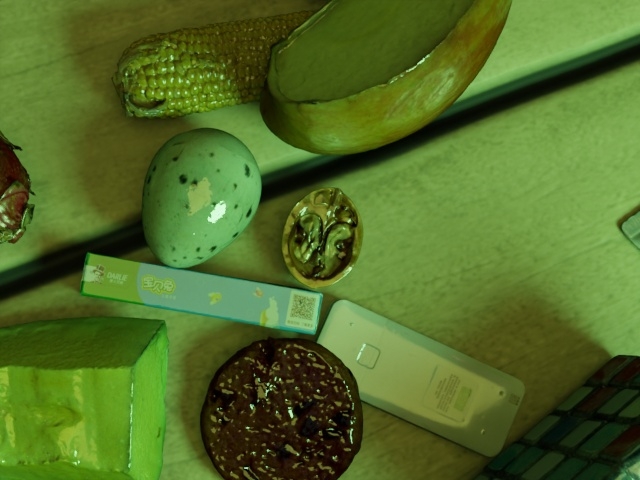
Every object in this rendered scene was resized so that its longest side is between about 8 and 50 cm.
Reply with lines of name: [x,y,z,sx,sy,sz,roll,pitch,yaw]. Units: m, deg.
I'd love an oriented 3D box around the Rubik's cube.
Rubik's cube: [0.356,0.315,1.234,0.292,0.287,0.293,-39,93,-12]

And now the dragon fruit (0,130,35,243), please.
dragon fruit: [-0.421,-0.075,1.270,0.246,0.125,0.125,16,53,13]

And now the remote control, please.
remote control: [0.109,0.160,1.355,0.250,0.034,0.103,24,83,-4]

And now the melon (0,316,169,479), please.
melon: [-0.330,0.175,1.254,0.323,0.124,0.196,2,84,-2]

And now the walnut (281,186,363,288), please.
walnut: [0.000,0.000,1.345,0.091,0.052,0.121,18,78,-4]

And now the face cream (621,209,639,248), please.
face cream: [0.509,0.066,1.396,0.143,0.089,0.314,-35,83,-8]

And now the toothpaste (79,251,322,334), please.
toothpaste: [-0.133,0.060,1.318,0.267,0.065,0.050,10,89,-7]

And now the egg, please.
egg: [-0.138,-0.047,1.289,0.131,0.131,0.164,34,68,-4]

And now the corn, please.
corn: [-0.090,-0.204,1.326,0.293,0.106,0.106,-14,87,-8]

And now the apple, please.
apple: [0.093,-0.219,1.265,0.346,0.254,0.179,-42,100,-5]

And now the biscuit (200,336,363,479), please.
biscuit: [-0.042,0.200,1.312,0.192,0.049,0.192,1,100,4]
